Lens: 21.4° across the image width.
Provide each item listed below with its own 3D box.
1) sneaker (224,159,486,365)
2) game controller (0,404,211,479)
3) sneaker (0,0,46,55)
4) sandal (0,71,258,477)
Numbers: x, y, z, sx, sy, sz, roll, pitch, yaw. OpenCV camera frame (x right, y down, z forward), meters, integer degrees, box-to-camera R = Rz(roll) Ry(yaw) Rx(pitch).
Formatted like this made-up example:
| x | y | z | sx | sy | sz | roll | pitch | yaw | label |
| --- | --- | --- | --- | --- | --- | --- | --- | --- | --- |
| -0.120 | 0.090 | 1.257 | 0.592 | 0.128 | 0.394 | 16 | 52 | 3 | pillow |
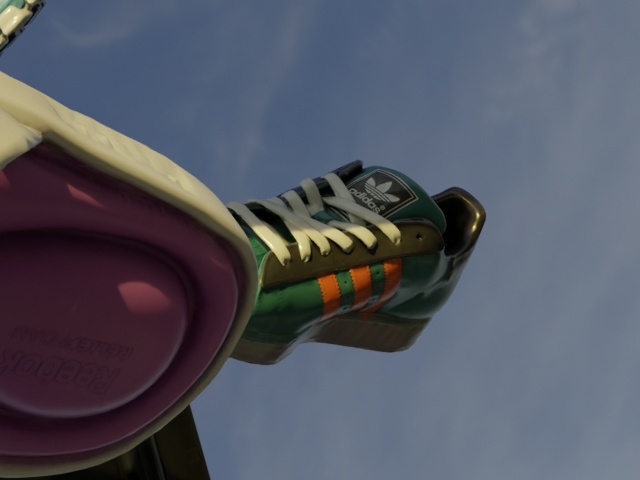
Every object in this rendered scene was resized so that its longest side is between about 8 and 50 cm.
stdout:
| x | y | z | sx | sy | sz | roll | pitch | yaw | label |
| --- | --- | --- | --- | --- | --- | --- | --- | --- | --- |
| 0.000 | 0.000 | 1.067 | 0.121 | 0.108 | 0.302 | -55 | -26 | 19 | sneaker |
| -0.132 | 0.199 | 1.021 | 0.166 | 0.067 | 0.319 | -19 | -78 | -24 | game controller |
| -0.190 | -0.086 | 0.734 | 0.190 | 0.083 | 0.071 | -43 | 8 | 2 | sneaker |
| -0.140 | 0.017 | 0.452 | 0.416 | 0.102 | 0.169 | 4 | -60 | -53 | sandal |
